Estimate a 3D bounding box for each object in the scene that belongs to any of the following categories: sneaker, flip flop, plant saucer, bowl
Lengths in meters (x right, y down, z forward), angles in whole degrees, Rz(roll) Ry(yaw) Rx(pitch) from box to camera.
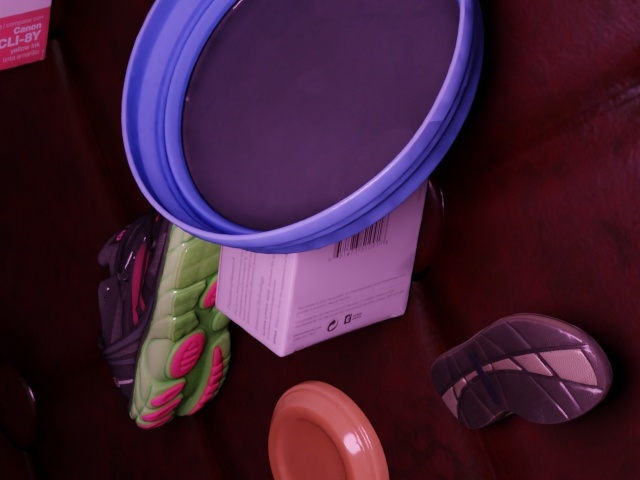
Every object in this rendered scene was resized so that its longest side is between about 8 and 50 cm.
[{"bbox_3d":[-0.181,0.026,1.817,0.202,0.185,0.483,46,133,24],"label":"sneaker"},{"bbox_3d":[0.202,0.127,1.498,0.112,0.080,0.277,64,155,4],"label":"flip flop"},{"bbox_3d":[0.001,0.267,1.804,0.200,0.037,0.200,21,119,44],"label":"plant saucer"},{"bbox_3d":[-0.018,-0.169,1.481,0.391,0.077,0.391,-14,61,27],"label":"bowl"}]

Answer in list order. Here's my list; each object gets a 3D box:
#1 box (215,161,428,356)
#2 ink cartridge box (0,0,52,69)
[{"bbox_3d":[0.000,0.000,1.595,0.119,0.181,0.182,34,127,40],"label":"box"},{"bbox_3d":[-0.473,-0.450,1.987,0.279,0.160,0.385,45,138,31],"label":"ink cartridge box"}]
